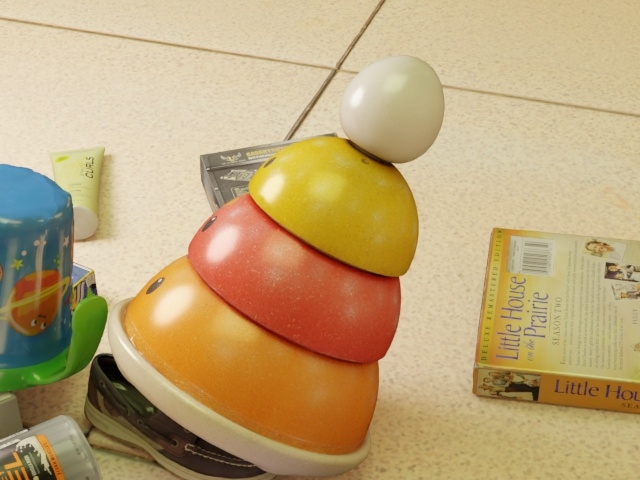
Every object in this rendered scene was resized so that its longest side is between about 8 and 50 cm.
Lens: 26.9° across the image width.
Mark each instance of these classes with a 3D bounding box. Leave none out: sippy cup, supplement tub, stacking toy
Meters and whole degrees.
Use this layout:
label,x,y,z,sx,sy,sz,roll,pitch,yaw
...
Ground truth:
label,x,y,z,sx,sy,sz,roll,pitch,yaw
sippy cup,-0.406,0.033,1.664,0.305,0.224,0.240,12,25,-6
supplement tub,-0.358,0.288,1.541,0.190,0.117,0.117,-22,41,-25
stacking toy,0.000,0.000,1.559,0.351,0.480,0.350,28,11,-6

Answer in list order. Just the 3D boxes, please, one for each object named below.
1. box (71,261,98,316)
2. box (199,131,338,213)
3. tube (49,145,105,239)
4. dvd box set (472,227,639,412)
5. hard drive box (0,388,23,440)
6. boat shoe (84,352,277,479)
label,x,y,z,sx,sy,sz,roll,pitch,yaw
box,-0.384,0.096,1.853,0.059,0.054,0.169,19,40,25
box,-0.059,-0.084,2.083,0.231,0.056,0.183,-11,37,-13
tube,-0.384,-0.088,2.102,0.070,0.062,0.240,31,22,-25
dvd box set,0.426,0.111,1.800,0.420,0.062,0.307,5,37,8
hard drive box,-0.507,0.197,1.690,0.181,0.089,0.232,-22,41,-25
boat shoe,-0.175,0.218,1.648,0.285,0.092,0.103,20,42,26
